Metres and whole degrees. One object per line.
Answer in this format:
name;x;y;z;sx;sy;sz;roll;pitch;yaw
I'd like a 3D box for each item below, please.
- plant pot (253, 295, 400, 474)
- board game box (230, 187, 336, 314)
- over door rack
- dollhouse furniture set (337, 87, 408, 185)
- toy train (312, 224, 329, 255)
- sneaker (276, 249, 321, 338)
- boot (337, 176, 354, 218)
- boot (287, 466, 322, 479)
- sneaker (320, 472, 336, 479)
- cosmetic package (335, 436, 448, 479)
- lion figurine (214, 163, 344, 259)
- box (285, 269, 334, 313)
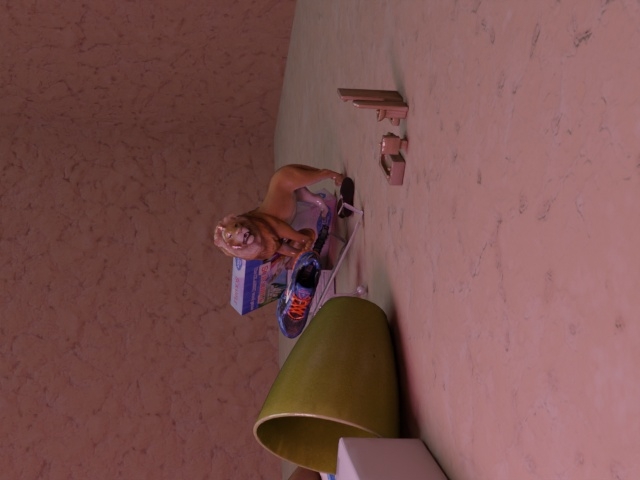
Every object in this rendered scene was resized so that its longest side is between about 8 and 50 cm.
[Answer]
plant pot;0.039;0.264;1.500;0.274;0.275;0.293;104;180;-55
board game box;-0.109;0.033;2.261;0.066;0.318;0.318;41;139;34
over door rack;0.049;0.100;1.914;0.239;0.108;0.324;116;169;-69
dollhouse furniture set;0.097;-0.207;1.532;0.144;0.123;0.151;-105;19;-62
toy train;0.000;0.000;2.017;0.158;0.027;0.036;112;176;-63
sneaker;-0.051;0.129;1.867;0.087;0.083;0.221;-175;98;-81
boot;0.063;-0.111;2.036;0.114;0.037;0.106;-160;74;-86
boot;-0.015;0.467;1.680;0.236;0.089;0.269;61;-142;-13
sneaker;0.070;0.465;1.603;0.147;0.130;0.329;-20;75;44
cosmetic package;0.122;0.456;1.159;0.365;0.155;0.196;-126;39;-77
lion figurine;-0.106;-0.086;2.053;0.142;0.240;0.392;114;-178;-54
box;-0.030;0.151;2.237;0.072;0.137;0.126;117;153;-73
